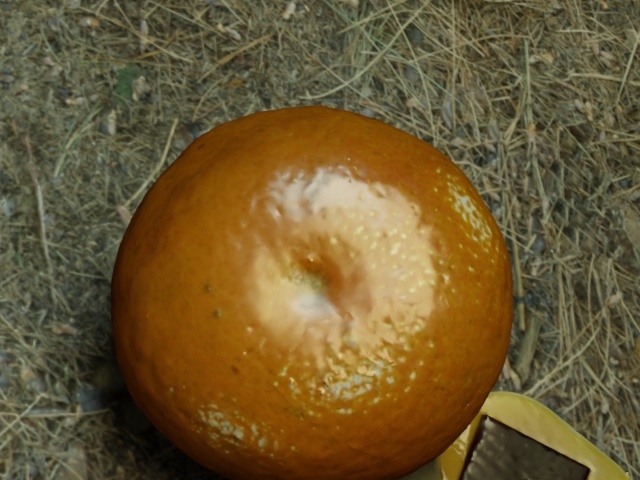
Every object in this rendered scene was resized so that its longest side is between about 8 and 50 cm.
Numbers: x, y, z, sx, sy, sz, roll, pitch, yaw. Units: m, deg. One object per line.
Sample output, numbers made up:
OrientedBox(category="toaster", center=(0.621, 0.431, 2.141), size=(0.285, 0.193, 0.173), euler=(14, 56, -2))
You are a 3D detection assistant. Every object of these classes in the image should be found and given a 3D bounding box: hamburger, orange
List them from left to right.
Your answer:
OrientedBox(category="orange", center=(-0.009, 0.067, 1.985), size=(0.423, 0.326, 0.424), euler=(1, 79, -3))
OrientedBox(category="hamburger", center=(0.219, 0.299, 2.081), size=(0.295, 0.151, 0.227), euler=(42, 56, -2))
